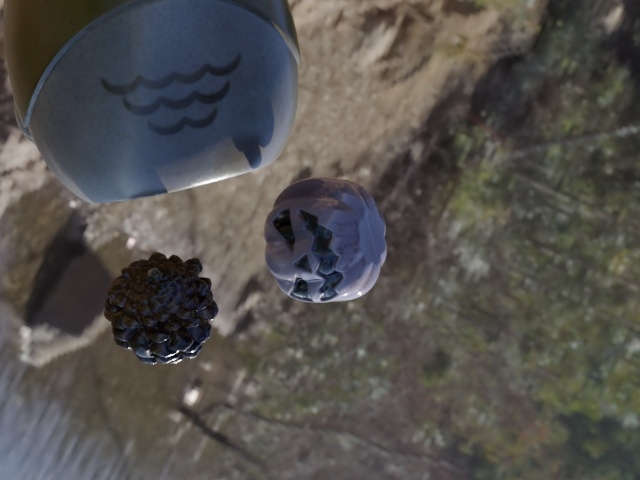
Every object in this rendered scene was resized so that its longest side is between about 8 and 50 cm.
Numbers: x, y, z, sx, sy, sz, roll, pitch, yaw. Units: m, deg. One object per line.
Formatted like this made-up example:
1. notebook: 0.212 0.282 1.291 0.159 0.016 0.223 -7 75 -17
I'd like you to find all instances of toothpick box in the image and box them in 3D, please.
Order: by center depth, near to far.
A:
1. toothpick box: -0.240 -0.290 1.934 0.409 0.409 0.425 -46 125 -73

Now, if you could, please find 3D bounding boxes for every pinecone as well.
1. pinecone: -0.224 0.104 1.934 0.173 0.173 0.173 -63 174 -12

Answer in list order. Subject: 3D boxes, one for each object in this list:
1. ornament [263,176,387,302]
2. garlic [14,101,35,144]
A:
1. ornament: 0.000 0.001 1.874 0.177 0.177 0.177 -63 174 -12
2. garlic: -0.422 -0.219 2.323 0.143 0.229 0.178 -26 105 -69
